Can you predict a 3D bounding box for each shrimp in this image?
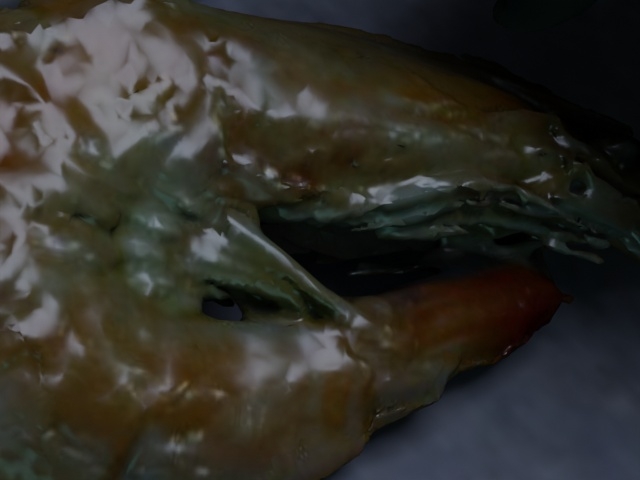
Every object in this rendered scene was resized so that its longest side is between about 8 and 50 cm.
[{"bbox_3d":[0.000,0.000,0.365,0.190,0.042,0.101,-2,72,-28],"label":"shrimp"}]

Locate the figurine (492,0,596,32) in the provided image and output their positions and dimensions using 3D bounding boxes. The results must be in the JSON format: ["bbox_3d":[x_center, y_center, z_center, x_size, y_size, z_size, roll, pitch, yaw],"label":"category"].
[{"bbox_3d":[0.183,-0.104,0.435,0.382,0.261,0.186,-1,80,-47],"label":"figurine"}]
